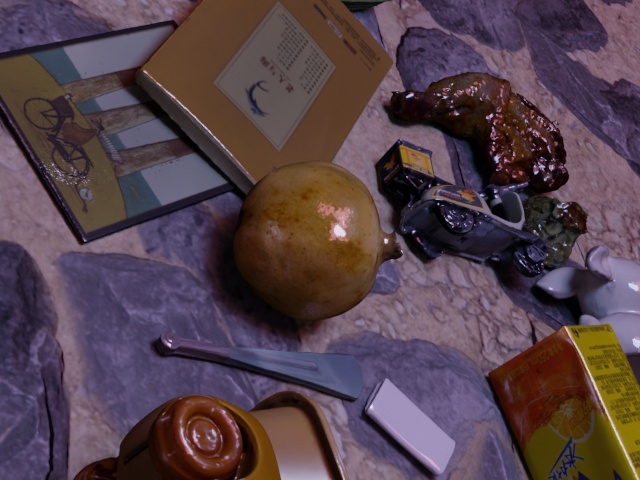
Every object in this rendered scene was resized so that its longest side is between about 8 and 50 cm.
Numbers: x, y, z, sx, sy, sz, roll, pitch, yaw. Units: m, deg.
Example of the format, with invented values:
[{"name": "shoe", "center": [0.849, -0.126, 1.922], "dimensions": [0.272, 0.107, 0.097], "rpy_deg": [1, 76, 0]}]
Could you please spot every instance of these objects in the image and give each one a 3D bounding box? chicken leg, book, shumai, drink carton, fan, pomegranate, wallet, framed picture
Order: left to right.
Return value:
[{"name": "framed picture", "center": [-0.224, -0.140, 1.505], "dimensions": [0.324, 0.013, 0.244], "rpy_deg": [-24, 79, -48]}, {"name": "fan", "center": [-0.062, 0.140, 1.433], "dimensions": [0.282, 0.023, 0.057], "rpy_deg": [12, 62, -36]}, {"name": "book", "center": [-0.057, -0.223, 1.662], "dimensions": [0.269, 0.032, 0.389], "rpy_deg": [47, 44, -14]}, {"name": "pomegranate", "center": [0.000, 0.000, 1.473], "dimensions": [0.196, 0.196, 0.196], "rpy_deg": [24, 47, -28]}, {"name": "wallet", "center": [0.107, 0.224, 1.520], "dimensions": [0.122, 0.025, 0.061], "rpy_deg": [43, 39, -9]}, {"name": "chicken leg", "center": [0.244, -0.164, 1.907], "dimensions": [0.322, 0.083, 0.177], "rpy_deg": [38, 52, -17]}, {"name": "shumai", "center": [0.353, -0.029, 1.892], "dimensions": [0.099, 0.087, 0.124], "rpy_deg": [16, 49, -32]}, {"name": "drink carton", "center": [0.358, 0.291, 1.598], "dimensions": [0.111, 0.154, 0.351], "rpy_deg": [0, 61, -43]}]

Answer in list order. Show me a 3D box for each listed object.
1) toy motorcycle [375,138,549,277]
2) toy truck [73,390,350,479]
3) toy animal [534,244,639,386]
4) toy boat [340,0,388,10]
[{"name": "toy motorcycle", "center": [0.209, -0.036, 1.764], "dimensions": [0.263, 0.091, 0.157], "rpy_deg": [17, 45, -30]}, {"name": "toy truck", "center": [-0.100, 0.267, 1.161], "dimensions": [0.211, 0.204, 0.288], "rpy_deg": [16, 49, -37]}, {"name": "toy animal", "center": [0.415, 0.110, 1.815], "dimensions": [0.178, 0.127, 0.193], "rpy_deg": [12, 56, -35]}, {"name": "toy boat", "center": [-0.020, -0.388, 1.847], "dimensions": [0.293, 0.055, 0.093], "rpy_deg": [5, 58, -41]}]
